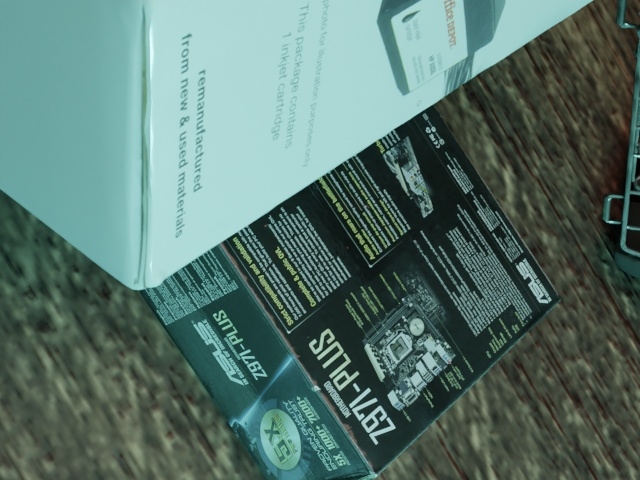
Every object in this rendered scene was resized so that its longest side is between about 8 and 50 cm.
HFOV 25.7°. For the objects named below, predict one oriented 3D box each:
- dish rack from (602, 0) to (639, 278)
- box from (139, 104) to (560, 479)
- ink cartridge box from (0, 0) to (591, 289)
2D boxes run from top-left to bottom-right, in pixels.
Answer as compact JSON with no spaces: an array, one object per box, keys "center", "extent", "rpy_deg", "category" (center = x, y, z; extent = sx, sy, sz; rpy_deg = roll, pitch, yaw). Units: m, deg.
[{"center":[0.206,-0.115,0.730],"extent":[0.074,0.271,0.208],"rpy_deg":[12,58,17],"category":"dish rack"},{"center":[0.000,0.000,0.637],"extent":[0.147,0.077,0.180],"rpy_deg":[-38,97,-37],"category":"box"},{"center":[-0.035,-0.149,0.571],"extent":[0.223,0.129,0.307],"rpy_deg":[34,48,26],"category":"ink cartridge box"}]
